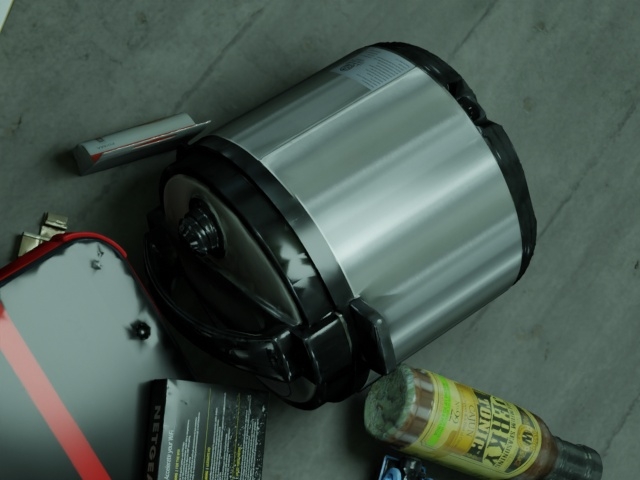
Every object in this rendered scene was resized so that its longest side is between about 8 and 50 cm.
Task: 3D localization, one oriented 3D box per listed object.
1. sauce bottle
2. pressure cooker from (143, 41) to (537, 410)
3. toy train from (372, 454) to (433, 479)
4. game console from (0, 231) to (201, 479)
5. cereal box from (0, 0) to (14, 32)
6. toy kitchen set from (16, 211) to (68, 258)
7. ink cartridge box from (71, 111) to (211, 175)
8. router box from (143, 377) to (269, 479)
[{"bbox_3d":[0.221,0.256,1.920,0.344,0.111,0.111,21,75,-29],"label":"sauce bottle"},{"bbox_3d":[-0.002,-0.005,1.789,0.420,0.370,0.375,-32,87,-22],"label":"pressure cooker"},{"bbox_3d":[0.086,0.365,1.890,0.080,0.105,0.184,20,76,-22],"label":"toy train"},{"bbox_3d":[-0.288,0.214,1.671,0.342,0.060,0.386,-35,99,-29],"label":"game console"},{"bbox_3d":[-0.506,-0.338,1.862,0.240,0.047,0.173,21,76,-12],"label":"cereal box"},{"bbox_3d":[-0.327,-0.005,1.845,0.083,0.075,0.068,15,76,-18],"label":"toy kitchen set"},{"bbox_3d":[-0.227,-0.130,1.840,0.145,0.179,0.045,-18,87,-18],"label":"ink cartridge box"},{"bbox_3d":[-0.133,0.253,1.693,0.133,0.046,0.178,11,77,-28],"label":"router box"}]
